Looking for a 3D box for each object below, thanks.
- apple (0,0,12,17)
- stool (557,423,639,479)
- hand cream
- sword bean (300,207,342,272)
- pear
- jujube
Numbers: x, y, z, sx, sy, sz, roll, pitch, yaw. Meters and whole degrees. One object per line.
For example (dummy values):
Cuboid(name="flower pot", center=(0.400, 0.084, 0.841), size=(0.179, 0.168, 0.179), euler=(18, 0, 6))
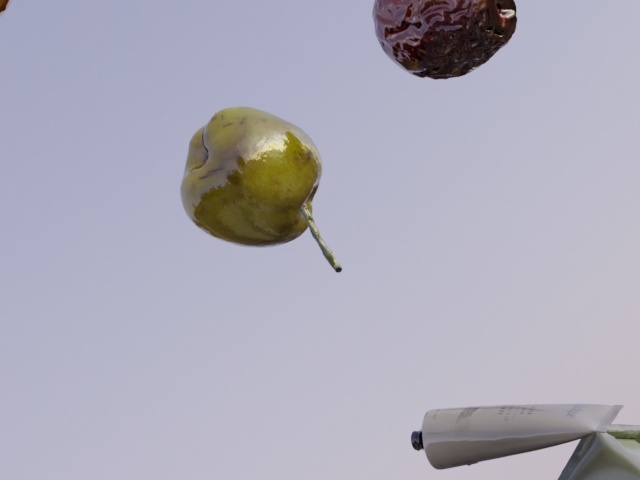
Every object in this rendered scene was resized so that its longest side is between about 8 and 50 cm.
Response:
Cuboid(name="apple", center=(-0.405, -0.290, 1.538), size=(0.173, 0.210, 0.235), euler=(-35, 21, -13))
Cuboid(name="stool", center=(0.362, 0.308, 1.464), size=(0.270, 0.244, 0.170), euler=(10, -67, -50))
Cuboid(name="hand cream", center=(0.168, 0.167, 1.376), size=(0.186, 0.054, 0.087), euler=(-10, 5, 22))
Cuboid(name="sword bean", center=(0.000, 0.000, 1.726), size=(0.012, 0.083, 0.012), euler=(-28, -12, -7))
Cuboid(name="pear", center=(-0.092, -0.086, 2.157), size=(0.200, 0.200, 0.200), euler=(-35, -18, -13))
Cuboid(name="jujube", center=(0.173, -0.300, 2.109), size=(0.168, 0.168, 0.236), euler=(-29, 18, -28))
